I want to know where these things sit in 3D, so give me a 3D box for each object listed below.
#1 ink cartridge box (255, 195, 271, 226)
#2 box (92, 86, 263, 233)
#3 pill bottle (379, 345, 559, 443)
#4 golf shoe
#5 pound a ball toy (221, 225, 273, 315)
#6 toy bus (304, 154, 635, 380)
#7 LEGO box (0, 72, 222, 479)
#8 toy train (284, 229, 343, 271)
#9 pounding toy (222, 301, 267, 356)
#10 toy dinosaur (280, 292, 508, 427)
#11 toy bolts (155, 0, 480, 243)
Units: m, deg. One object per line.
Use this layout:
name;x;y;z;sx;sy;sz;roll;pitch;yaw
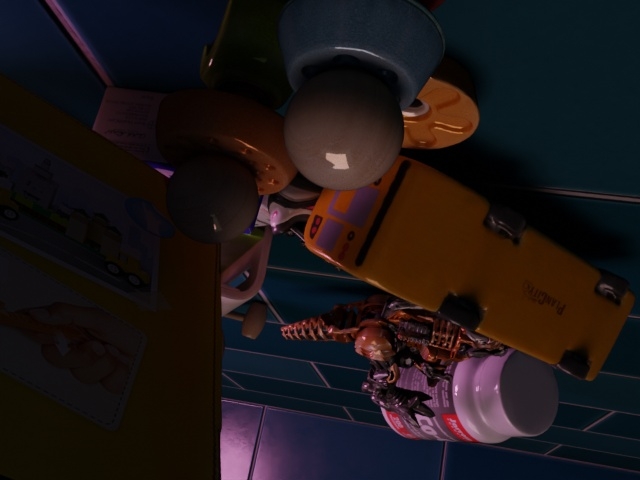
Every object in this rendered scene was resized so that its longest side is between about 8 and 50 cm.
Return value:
ink cartridge box;-0.064;-0.038;0.754;0.083;0.028;0.048;-6;154;38
box;-0.124;-0.069;0.643;0.126;0.072;0.137;8;160;10
pill bottle;0.245;0.260;1.190;0.161;0.161;0.283;23;157;-27
golf shoe;0.022;-0.011;0.701;0.186;0.085;0.068;24;155;-33
pound a ball toy;-0.214;0.045;0.905;0.208;0.135;0.319;18;158;-18
toy bus;0.155;0.031;0.660;0.333;0.108;0.130;25;180;-36
LEGO box;-0.305;0.009;0.374;0.500;0.372;0.193;33;112;-24
toy train;0.000;0.000;0.829;0.036;0.027;0.158;-15;148;30
pounding toy;-0.234;0.162;1.200;0.270;0.154;0.155;9;159;8
toy dinosaur;0.109;0.137;1.029;0.322;0.164;0.218;21;152;31
toy bolts;0.016;-0.073;0.431;0.218;0.158;0.228;17;159;-15
